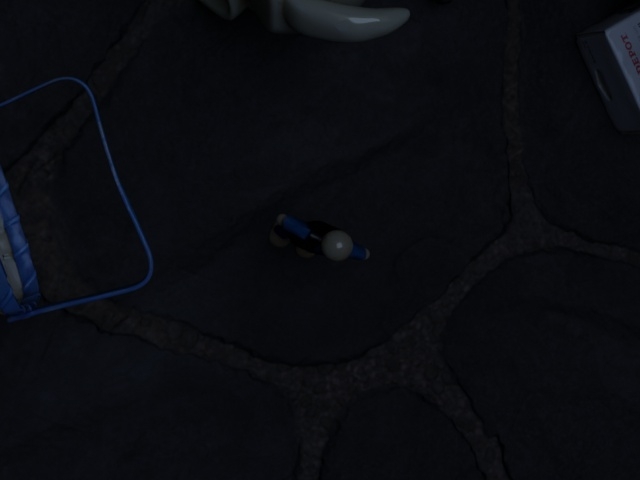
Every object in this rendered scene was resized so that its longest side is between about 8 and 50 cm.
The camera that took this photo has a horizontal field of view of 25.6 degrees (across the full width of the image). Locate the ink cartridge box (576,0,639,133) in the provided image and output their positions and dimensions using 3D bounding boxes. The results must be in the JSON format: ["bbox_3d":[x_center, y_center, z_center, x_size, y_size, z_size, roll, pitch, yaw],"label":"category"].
[{"bbox_3d":[0.473,-0.258,1.893,0.212,0.093,0.154,-29,101,-12],"label":"ink cartridge box"}]

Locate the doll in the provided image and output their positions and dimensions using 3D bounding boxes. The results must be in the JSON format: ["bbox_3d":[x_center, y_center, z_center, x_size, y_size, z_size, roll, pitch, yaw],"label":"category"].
[{"bbox_3d":[0.000,0.000,1.707,0.129,0.189,0.046,22,86,-16],"label":"doll"}]

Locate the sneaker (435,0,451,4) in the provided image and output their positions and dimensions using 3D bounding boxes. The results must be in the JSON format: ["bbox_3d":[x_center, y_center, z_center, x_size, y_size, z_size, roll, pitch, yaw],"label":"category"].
[{"bbox_3d":[0.225,-0.431,1.812,0.145,0.090,0.270,7,88,-15],"label":"sneaker"}]

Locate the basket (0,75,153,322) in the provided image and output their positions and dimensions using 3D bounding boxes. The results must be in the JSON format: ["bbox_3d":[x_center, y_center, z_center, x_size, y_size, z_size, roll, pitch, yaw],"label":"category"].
[{"bbox_3d":[-0.357,-0.024,1.590,0.289,0.201,0.254,-21,97,-5],"label":"basket"}]

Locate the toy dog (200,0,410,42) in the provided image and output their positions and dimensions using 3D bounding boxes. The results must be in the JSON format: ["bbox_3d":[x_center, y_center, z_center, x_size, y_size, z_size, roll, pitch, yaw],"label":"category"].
[{"bbox_3d":[0.054,-0.428,1.607,0.408,0.395,0.284,-30,138,-17],"label":"toy dog"}]
